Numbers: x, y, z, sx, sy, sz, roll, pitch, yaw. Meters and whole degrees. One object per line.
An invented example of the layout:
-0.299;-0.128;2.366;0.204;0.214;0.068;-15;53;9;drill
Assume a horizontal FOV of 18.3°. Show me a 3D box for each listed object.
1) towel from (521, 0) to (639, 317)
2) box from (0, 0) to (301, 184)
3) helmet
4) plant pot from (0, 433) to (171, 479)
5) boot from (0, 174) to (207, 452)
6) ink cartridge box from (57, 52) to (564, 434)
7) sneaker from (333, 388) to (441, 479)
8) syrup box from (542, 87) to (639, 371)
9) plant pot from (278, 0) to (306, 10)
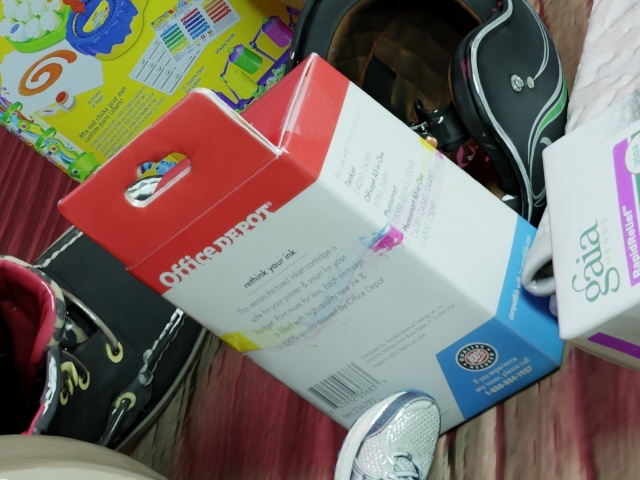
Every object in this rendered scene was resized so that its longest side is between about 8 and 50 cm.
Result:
0.243;-0.138;0.964;0.332;0.053;0.317;-33;27;42;towel
-0.158;-0.217;1.678;0.290;0.279;0.177;-45;20;18;box
0.059;-0.074;1.089;0.169;0.169;0.161;-39;25;33;helmet
-0.169;0.198;0.953;0.263;0.263;0.229;-54;26;-4;plant pot
-0.185;0.075;1.254;0.377;0.138;0.284;-47;-7;-18;boot
0.000;0.000;0.998;0.134;0.231;0.078;-35;26;40;ink cartridge box
0.032;0.138;0.975;0.058;0.052;0.135;7;68;57;sneaker
0.200;-0.032;0.768;0.237;0.096;0.093;-33;48;42;syrup box
0.031;-0.288;1.457;0.254;0.254;0.239;-61;6;-24;plant pot
